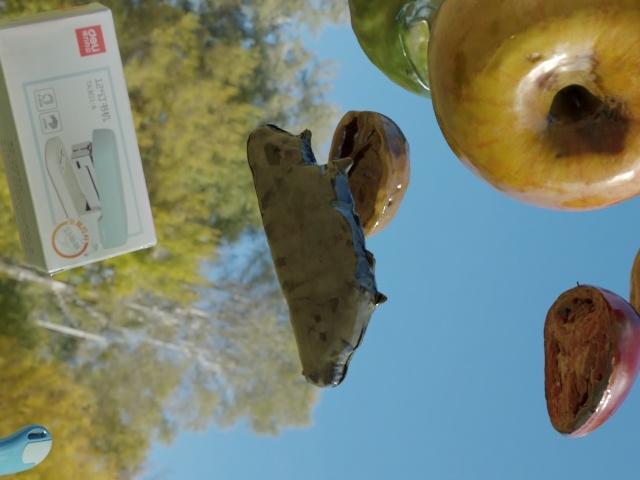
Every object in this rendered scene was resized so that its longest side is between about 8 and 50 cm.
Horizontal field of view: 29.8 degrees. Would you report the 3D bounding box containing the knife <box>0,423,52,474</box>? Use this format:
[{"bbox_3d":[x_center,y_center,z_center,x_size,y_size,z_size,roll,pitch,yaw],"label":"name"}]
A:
[{"bbox_3d":[-0.429,0.280,1.594,0.222,0.031,0.064,9,92,-67],"label":"knife"}]

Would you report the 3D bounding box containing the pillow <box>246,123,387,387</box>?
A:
[{"bbox_3d":[0.001,0.001,1.004,0.093,0.051,0.241,-23,-111,24],"label":"pillow"}]

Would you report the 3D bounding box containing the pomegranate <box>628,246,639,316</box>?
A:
[{"bbox_3d":[0.542,0.071,1.711,0.209,0.209,0.209,-53,-153,43],"label":"pomegranate"}]

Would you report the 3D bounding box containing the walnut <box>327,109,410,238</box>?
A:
[{"bbox_3d":[0.080,-0.097,1.777,0.167,0.087,0.211,49,-46,44],"label":"walnut"}]

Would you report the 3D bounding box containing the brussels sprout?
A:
[{"bbox_3d":[0.200,-0.445,2.174,0.371,0.276,0.315,94,-26,-48],"label":"brussels sprout"}]

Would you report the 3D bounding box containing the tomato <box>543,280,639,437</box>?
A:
[{"bbox_3d":[0.319,0.135,1.359,0.174,0.082,0.166,128,-35,-65],"label":"tomato"}]

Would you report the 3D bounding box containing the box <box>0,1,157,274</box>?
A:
[{"bbox_3d":[-0.270,-0.108,1.274,0.079,0.135,0.269,10,-67,58],"label":"box"}]

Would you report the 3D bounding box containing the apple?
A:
[{"bbox_3d":[0.260,-0.182,1.264,0.299,0.299,0.275,-62,178,28],"label":"apple"}]
